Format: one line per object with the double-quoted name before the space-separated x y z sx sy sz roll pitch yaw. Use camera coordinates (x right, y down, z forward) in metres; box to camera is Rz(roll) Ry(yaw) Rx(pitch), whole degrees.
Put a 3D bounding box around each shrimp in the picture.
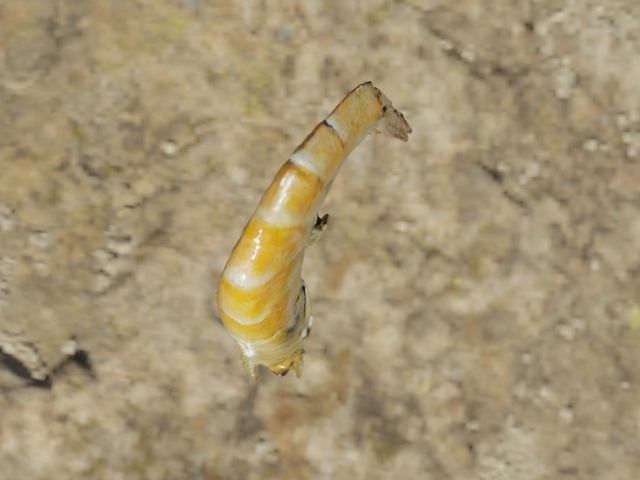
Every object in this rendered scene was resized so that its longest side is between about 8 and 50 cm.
"shrimp" 0.000 0.000 0.500 0.083 0.023 0.114 -54 165 -22
